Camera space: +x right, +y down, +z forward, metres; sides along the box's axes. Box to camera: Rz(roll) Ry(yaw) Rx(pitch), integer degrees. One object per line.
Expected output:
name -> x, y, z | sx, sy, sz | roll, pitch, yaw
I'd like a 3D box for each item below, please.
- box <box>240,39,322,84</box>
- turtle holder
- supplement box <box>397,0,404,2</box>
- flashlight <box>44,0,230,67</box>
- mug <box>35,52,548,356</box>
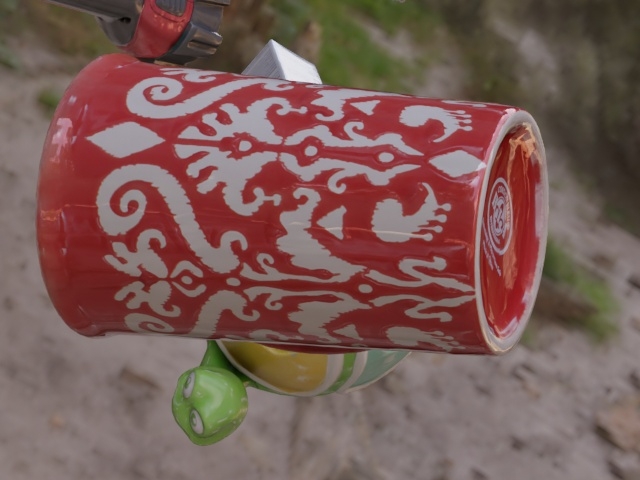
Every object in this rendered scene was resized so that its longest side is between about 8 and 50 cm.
box -> -0.057, -0.139, 2.259 | 0.072, 0.126, 0.137 | 29, 26, -32
turtle holder -> -0.022, 0.042, 1.926 | 0.320, 0.243, 0.227 | -17, 1, -13
supplement box -> 0.032, -0.333, 1.719 | 0.114, 0.111, 0.220 | 9, 49, -42
flashlight -> -0.203, -0.206, 1.530 | 0.304, 0.103, 0.103 | 10, 38, -50
mug -> 0.000, -0.010, 0.757 | 0.169, 0.113, 0.150 | 5, -2, 23
